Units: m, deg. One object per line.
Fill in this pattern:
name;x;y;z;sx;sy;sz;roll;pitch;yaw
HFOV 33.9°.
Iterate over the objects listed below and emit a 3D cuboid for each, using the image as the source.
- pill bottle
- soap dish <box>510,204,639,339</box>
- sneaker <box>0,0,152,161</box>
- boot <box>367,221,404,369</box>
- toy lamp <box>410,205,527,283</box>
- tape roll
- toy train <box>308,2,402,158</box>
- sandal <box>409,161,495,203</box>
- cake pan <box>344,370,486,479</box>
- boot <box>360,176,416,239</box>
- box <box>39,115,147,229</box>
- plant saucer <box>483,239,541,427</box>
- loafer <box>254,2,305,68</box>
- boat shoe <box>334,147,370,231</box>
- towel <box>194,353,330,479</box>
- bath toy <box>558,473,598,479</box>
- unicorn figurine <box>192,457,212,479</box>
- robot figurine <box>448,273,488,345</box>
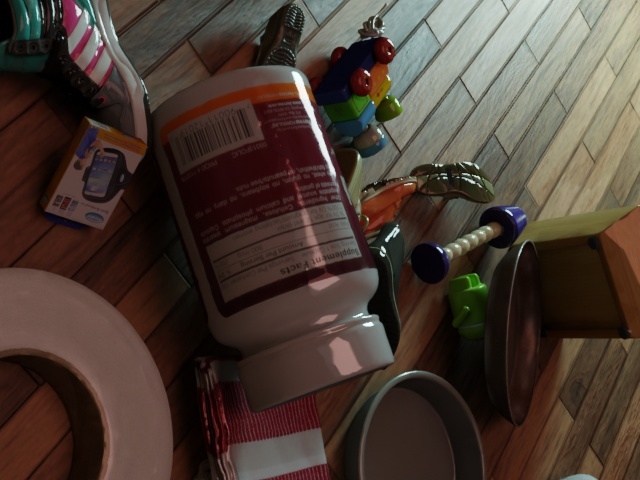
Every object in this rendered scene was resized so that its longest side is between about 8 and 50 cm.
pill bottle;-0.059;0.000;1.320;0.224;0.224;0.392;-10;78;-46
soap dish;0.472;0.069;1.844;0.118;0.291;0.228;-20;94;-27
sneaker;-0.317;-0.206;1.230;0.178;0.124;0.295;-30;107;-39
boot;0.100;0.082;1.587;0.137;0.077;0.197;-53;148;-59
toy lamp;0.261;0.000;1.786;0.275;0.080;0.080;-22;95;-43
tape roll;-0.333;0.225;1.133;0.392;0.072;0.392;14;70;-43
toy train;0.089;-0.254;1.671;0.248;0.105;0.143;-56;129;-38
sandal;0.220;-0.096;1.795;0.180;0.049;0.072;2;72;-30
cake pan;0.142;0.346;1.588;0.293;0.054;0.293;14;70;-42
boot;0.098;-0.052;1.654;0.158;0.059;0.084;-25;100;-37
box;-0.273;-0.072;1.249;0.081;0.028;0.136;20;104;-38
plant saucer;0.320;0.153;1.748;0.310;0.050;0.310;2;90;-70
loafer;-0.065;-0.279;1.555;0.056;0.050;0.148;29;76;-33
boat shoe;0.000;0.000;1.515;0.089;0.105;0.285;40;65;-40
towel;-0.055;0.306;1.371;0.237;0.037;0.329;4;72;-57
bath toy;0.441;0.529;1.735;0.129;0.151;0.348;20;38;-16
unicorn figurine;-0.147;0.345;1.304;0.111;0.060;0.162;38;39;-31
robot figurine;0.252;0.115;1.750;0.101;0.067;0.115;-15;91;-48
